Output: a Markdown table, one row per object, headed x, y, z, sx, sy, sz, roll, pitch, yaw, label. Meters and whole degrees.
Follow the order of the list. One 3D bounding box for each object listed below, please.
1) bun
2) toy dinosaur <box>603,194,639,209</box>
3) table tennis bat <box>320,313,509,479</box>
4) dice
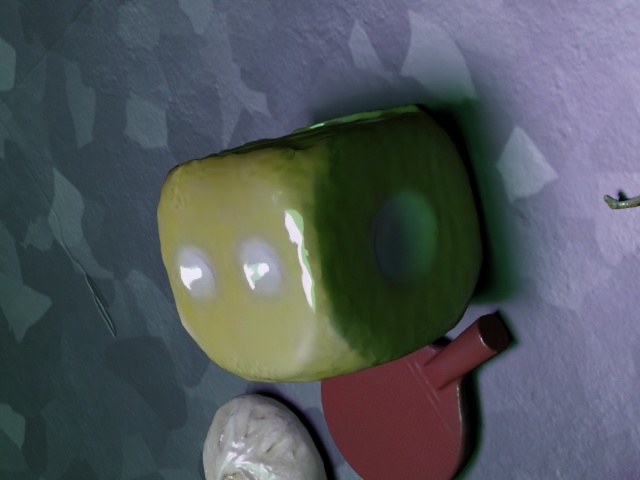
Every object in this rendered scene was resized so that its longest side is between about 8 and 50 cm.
| x | y | z | sx | sy | sz | roll | pitch | yaw | label |
| --- | --- | --- | --- | --- | --- | --- | --- | --- | --- |
| -0.079 | 0.275 | 1.953 | 0.183 | 0.102 | 0.183 | 25 | 125 | 42 | bun |
| 0.318 | -0.033 | 1.442 | 0.180 | 0.037 | 0.058 | 24 | 148 | 47 | toy dinosaur |
| 0.096 | 0.162 | 1.763 | 0.200 | 0.038 | 0.310 | 58 | 139 | 10 | table tennis bat |
| 0.000 | 0.000 | 1.641 | 0.233 | 0.238 | 0.226 | -2 | 104 | 48 | dice |
